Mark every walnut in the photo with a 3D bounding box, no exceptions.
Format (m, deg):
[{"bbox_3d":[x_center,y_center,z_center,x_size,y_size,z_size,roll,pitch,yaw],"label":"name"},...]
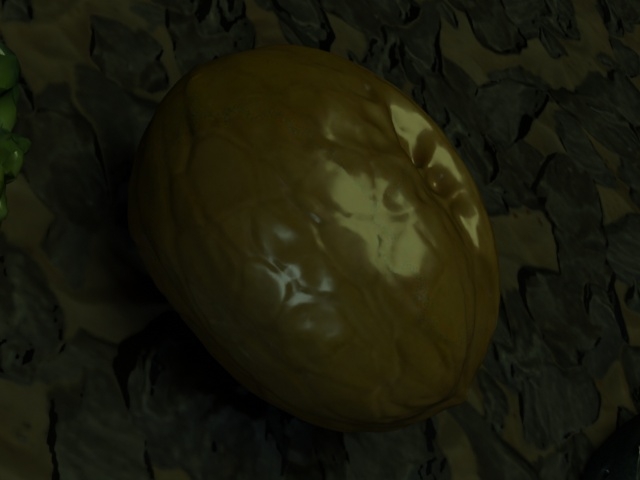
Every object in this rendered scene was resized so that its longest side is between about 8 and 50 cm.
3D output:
[{"bbox_3d":[0.000,0.000,0.628,0.206,0.159,0.159,51,40,6],"label":"walnut"}]

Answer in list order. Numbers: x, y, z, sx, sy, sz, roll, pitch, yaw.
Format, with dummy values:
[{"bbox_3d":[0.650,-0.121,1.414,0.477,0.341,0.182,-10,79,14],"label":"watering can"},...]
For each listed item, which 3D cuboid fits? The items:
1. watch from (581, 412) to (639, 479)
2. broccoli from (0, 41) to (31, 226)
[{"bbox_3d":[0.250,0.194,0.789,0.206,0.068,0.193,46,44,-2],"label":"watch"},{"bbox_3d":[-0.265,-0.031,0.363,0.293,0.348,0.280,20,74,19],"label":"broccoli"}]
